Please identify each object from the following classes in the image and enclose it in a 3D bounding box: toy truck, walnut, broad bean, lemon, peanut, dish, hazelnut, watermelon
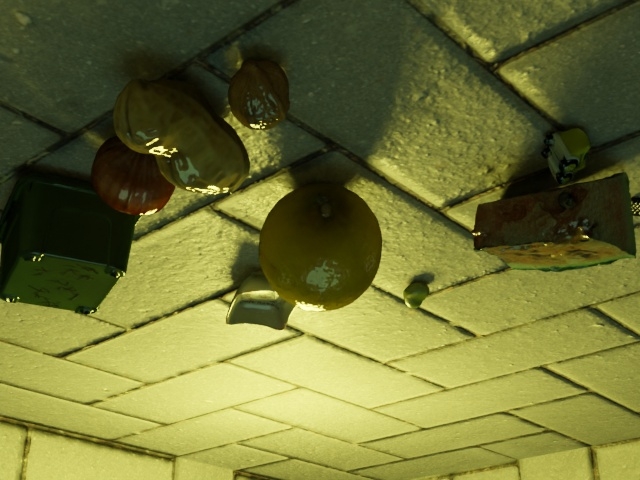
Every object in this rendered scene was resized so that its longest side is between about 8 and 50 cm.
[{"bbox_3d":[0.443,-0.151,1.633,0.077,0.076,0.111,-21,153,-3],"label":"toy truck"},{"bbox_3d":[-0.095,-0.228,1.431,0.105,0.105,0.124,-3,153,5],"label":"walnut"},{"bbox_3d":[0.228,0.129,2.207,0.063,0.045,0.083,3,145,-9],"label":"broad bean"},{"bbox_3d":[0.000,0.000,1.744,0.240,0.240,0.219,0,142,-1],"label":"lemon"},{"bbox_3d":[-0.224,-0.168,1.496,0.147,0.147,0.305,-11,150,21],"label":"peanut"},{"bbox_3d":[-0.136,0.138,2.182,0.151,0.077,0.212,8,152,-13],"label":"dish"},{"bbox_3d":[-0.325,-0.123,1.618,0.150,0.150,0.150,0,153,0],"label":"hazelnut"},{"bbox_3d":[0.444,-0.043,1.734,0.264,0.151,0.302,-9,164,29],"label":"watermelon"}]

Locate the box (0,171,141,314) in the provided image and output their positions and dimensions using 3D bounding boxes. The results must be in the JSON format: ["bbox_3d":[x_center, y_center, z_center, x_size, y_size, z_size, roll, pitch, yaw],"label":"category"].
[{"bbox_3d":[-0.511,0.019,1.829,0.252,0.178,0.328,13,150,-22],"label":"box"}]

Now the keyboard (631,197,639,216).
[{"bbox_3d":[0.712,-0.059,1.871,0.204,0.013,0.061,6,152,-12],"label":"keyboard"}]
